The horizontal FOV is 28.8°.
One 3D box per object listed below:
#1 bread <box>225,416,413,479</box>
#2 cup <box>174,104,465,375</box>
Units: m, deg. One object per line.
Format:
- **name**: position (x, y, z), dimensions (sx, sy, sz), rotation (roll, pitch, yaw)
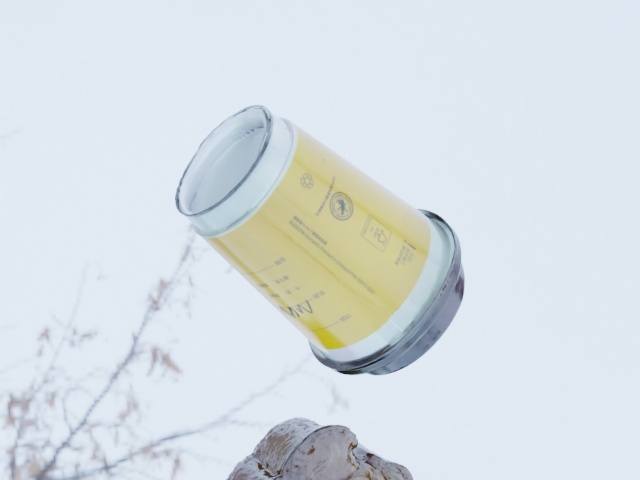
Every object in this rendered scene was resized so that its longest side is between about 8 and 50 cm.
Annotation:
- **bread**: position (-0.015, 0.321, 1.366), dimensions (0.232, 0.135, 0.247), rotation (38, -95, -30)
- **cup**: position (0.000, 0.000, 1.234), dimensions (0.196, 0.196, 0.279), rotation (-39, -59, 21)
